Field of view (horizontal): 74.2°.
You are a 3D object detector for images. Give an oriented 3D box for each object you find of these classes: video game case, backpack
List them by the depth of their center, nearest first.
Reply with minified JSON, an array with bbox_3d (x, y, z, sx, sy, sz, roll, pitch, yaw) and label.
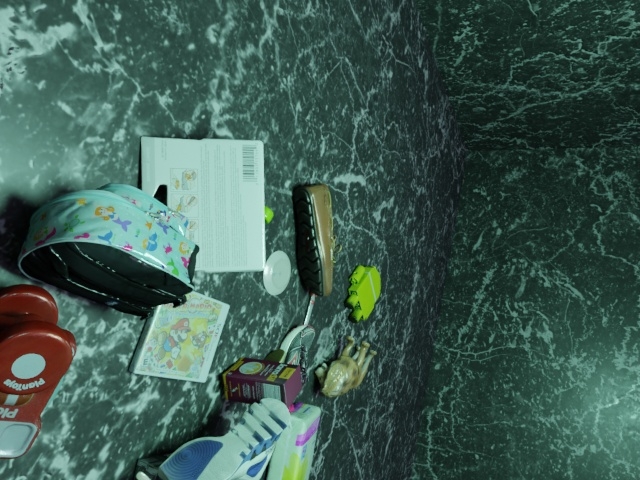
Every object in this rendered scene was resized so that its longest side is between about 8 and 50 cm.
[{"bbox_3d":[-0.366,0.015,0.743,0.253,0.225,0.191,32,46,-51],"label":"backpack"},{"bbox_3d":[-0.327,0.227,1.020,0.227,0.026,0.207,38,62,-54],"label":"video game case"}]

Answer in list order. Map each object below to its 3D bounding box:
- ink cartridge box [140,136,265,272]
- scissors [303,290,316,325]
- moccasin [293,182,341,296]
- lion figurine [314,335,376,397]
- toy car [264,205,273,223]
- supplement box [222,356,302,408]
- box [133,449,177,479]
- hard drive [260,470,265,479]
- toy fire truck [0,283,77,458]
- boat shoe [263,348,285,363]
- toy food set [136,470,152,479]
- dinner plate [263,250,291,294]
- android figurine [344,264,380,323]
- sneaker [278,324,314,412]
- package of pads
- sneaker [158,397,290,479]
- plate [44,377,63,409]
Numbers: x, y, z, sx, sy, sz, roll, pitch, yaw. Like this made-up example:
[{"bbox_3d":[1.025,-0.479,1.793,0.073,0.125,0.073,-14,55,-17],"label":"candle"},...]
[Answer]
[{"bbox_3d":[-0.258,-0.077,0.951,0.261,0.066,0.297,-1,89,-15],"label":"ink cartridge box"},{"bbox_3d":[-0.021,0.205,1.521,0.109,0.021,0.297,11,84,-60],"label":"scissors"},{"bbox_3d":[-0.002,0.000,1.418,0.147,0.139,0.380,-13,97,-40],"label":"moccasin"},{"bbox_3d":[0.121,0.527,1.698,0.240,0.142,0.392,-65,149,-16],"label":"lion figurine"},{"bbox_3d":[-0.243,-0.054,1.053,0.188,0.149,0.155,40,66,-24],"label":"toy car"},{"bbox_3d":[-0.157,0.387,1.153,0.104,0.188,0.081,-33,122,-65],"label":"supplement box"},{"bbox_3d":[-0.348,0.663,1.004,0.242,0.076,0.308,26,72,-57],"label":"box"},{"bbox_3d":[-0.223,0.773,1.177,0.255,0.054,0.172,-47,145,-68],"label":"hard drive"},{"bbox_3d":[-0.515,0.185,0.579,0.302,0.169,0.254,29,89,-44],"label":"toy fire truck"},{"bbox_3d":[-0.155,0.406,1.302,0.153,0.056,0.048,-57,140,-32],"label":"boat shoe"},{"bbox_3d":[-0.405,0.579,0.834,0.218,0.071,0.128,-37,104,-25],"label":"toy food set"},{"bbox_3d":[-0.131,0.103,1.333,0.141,0.017,0.141,-11,104,-56],"label":"dinner plate"},{"bbox_3d":[0.190,0.223,1.836,0.273,0.056,0.248,-52,136,-41],"label":"android figurine"},{"bbox_3d":[-0.083,0.415,1.368,0.299,0.112,0.121,-65,143,-30],"label":"sneaker"},{"bbox_3d":[-0.089,0.693,1.363,0.229,0.101,0.297,39,61,-74],"label":"package of pads"},{"bbox_3d":[-0.208,0.529,0.999,0.315,0.127,0.182,-18,129,-42],"label":"sneaker"},{"bbox_3d":[-0.520,0.236,0.709,0.188,0.024,0.188,-14,106,-58],"label":"plate"}]
